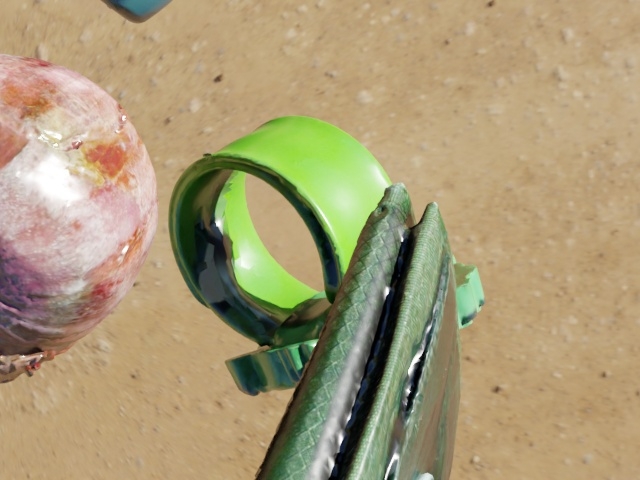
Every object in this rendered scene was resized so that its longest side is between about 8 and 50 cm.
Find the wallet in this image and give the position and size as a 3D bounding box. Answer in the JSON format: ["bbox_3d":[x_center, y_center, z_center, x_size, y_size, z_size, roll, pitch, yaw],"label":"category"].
[{"bbox_3d":[0.019,0.112,0.489,0.055,0.160,0.236,8,46,19],"label":"wallet"}]

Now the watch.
[{"bbox_3d":[0.000,0.000,0.722,0.131,0.165,0.152,-32,100,-43],"label":"watch"}]

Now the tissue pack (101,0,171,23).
[{"bbox_3d":[-0.211,-0.350,1.090,0.206,0.198,0.287,-52,139,2],"label":"tissue pack"}]

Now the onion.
[{"bbox_3d":[-0.155,-0.031,0.644,0.159,0.195,0.159,8,123,12],"label":"onion"}]
